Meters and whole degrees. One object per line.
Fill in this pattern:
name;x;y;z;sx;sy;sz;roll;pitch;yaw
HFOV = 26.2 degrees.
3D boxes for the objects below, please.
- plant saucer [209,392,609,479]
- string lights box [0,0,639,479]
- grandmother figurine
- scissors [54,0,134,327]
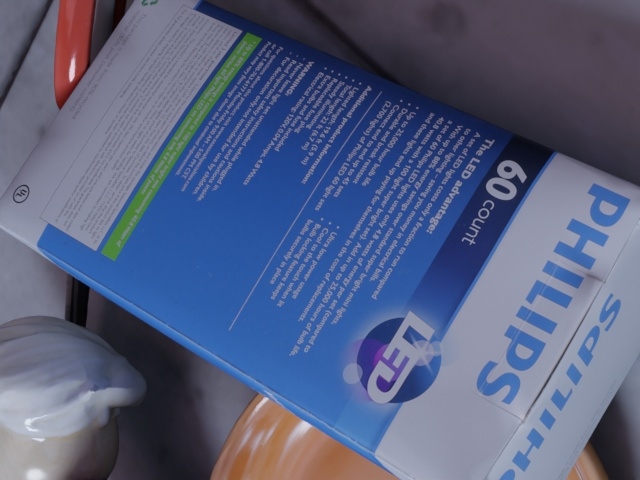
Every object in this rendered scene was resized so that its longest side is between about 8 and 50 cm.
plant saucer;0.039;0.138;0.590;0.200;0.037;0.200;-4;82;30
string lights box;0.000;0.000;0.567;0.259;0.077;0.133;28;81;31
grandmother figurine;-0.096;0.195;0.637;0.208;0.104;0.342;-48;58;61
scissors;-0.120;-0.021;0.674;0.021;0.109;0.297;13;104;2
